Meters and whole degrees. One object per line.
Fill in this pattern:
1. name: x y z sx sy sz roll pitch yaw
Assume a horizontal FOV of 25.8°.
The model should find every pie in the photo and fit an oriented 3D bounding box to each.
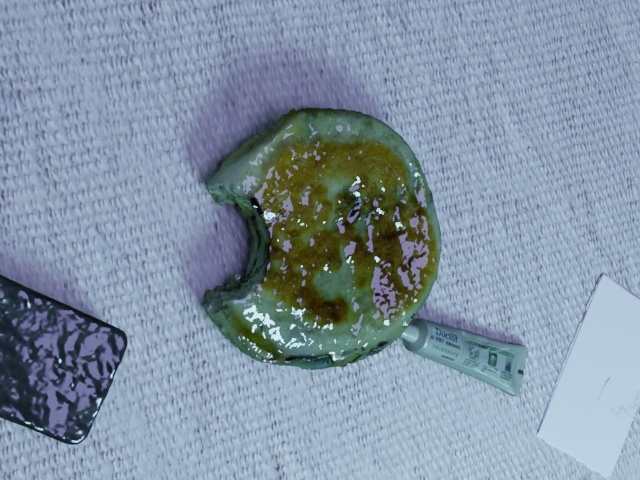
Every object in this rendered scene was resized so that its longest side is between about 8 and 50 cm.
1. pie: 0.007 -0.001 1.491 0.302 0.067 0.303 -4 96 -35

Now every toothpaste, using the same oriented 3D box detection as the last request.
1. toothpaste: 0.167 0.130 1.634 0.218 0.041 0.064 21 76 -38

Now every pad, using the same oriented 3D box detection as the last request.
1. pad: 0.366 0.176 1.797 0.156 0.004 0.232 33 74 -33

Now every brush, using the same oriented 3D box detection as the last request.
1. brush: -0.282 0.105 1.296 0.197 0.059 0.123 28 79 -34
